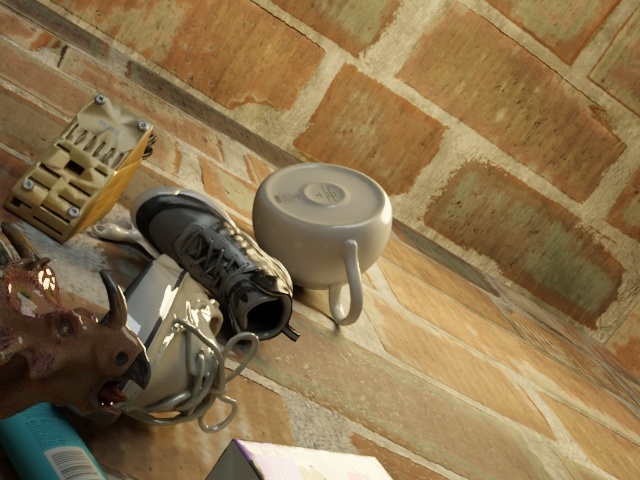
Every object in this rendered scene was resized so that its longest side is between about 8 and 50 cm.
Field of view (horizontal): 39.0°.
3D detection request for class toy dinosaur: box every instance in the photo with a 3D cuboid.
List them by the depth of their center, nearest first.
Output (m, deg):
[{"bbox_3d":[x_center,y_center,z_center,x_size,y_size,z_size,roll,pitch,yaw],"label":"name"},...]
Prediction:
[{"bbox_3d":[-0.269,0.049,0.545,0.296,0.200,0.127,28,13,-25],"label":"toy dinosaur"}]

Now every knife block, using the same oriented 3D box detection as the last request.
[{"bbox_3d":[-0.321,-0.078,1.240,0.088,0.242,0.275,32,57,-4],"label":"knife block"}]

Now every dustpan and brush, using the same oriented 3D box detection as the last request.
[{"bbox_3d":[-0.229,-0.008,1.253,0.147,0.060,0.211,55,14,27],"label":"dustpan and brush"}]

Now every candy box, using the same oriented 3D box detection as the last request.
[{"bbox_3d":[0.014,0.259,0.784,0.196,0.070,0.165,21,17,-45],"label":"candy box"}]

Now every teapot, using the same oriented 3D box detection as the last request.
[{"bbox_3d":[0.000,0.000,1.533,0.253,0.187,0.256,18,34,17],"label":"teapot"}]

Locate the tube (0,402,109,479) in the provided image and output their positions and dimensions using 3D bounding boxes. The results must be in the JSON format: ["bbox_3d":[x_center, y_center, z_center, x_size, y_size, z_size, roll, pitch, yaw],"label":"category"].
[{"bbox_3d":[-0.215,0.146,0.686,0.207,0.052,0.080,39,-1,44],"label":"tube"}]

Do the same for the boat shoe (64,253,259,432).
[{"bbox_3d":[-0.135,0.113,0.853,0.156,0.136,0.367,38,0,-6],"label":"boat shoe"}]

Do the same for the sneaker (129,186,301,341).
[{"bbox_3d":[-0.124,0.036,1.169,0.269,0.101,0.153,38,8,-29],"label":"sneaker"}]
